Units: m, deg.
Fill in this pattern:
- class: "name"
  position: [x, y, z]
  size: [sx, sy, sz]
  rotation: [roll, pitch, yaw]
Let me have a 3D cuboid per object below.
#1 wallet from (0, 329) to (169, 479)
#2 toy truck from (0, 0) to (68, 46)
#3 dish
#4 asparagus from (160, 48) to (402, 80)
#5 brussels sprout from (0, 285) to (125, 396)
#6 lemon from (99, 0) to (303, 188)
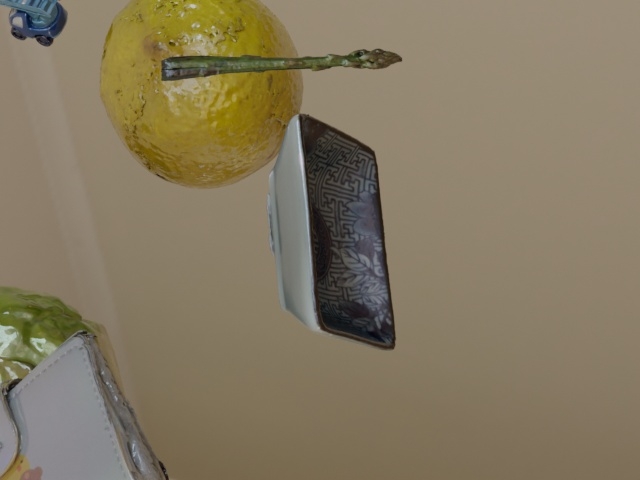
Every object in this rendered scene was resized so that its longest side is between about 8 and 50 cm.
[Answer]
- class: "wallet"
  position: [-0.210, 0.186, 1.096]
  size: [0.069, 0.231, 0.170]
  rotation: [22, -145, -51]
- class: "toy truck"
  position: [-0.413, -0.316, 2.062]
  size: [0.074, 0.136, 0.063]
  rotation: [74, -146, -60]
- class: "dish"
  position: [0.000, 0.000, 1.658]
  size: [0.182, 0.080, 0.243]
  rotation: [21, -121, -59]
- class: "asparagus"
  position: [-0.034, -0.165, 1.414]
  size: [0.023, 0.232, 0.022]
  rotation: [-124, 32, -67]
- class: "brussels sprout"
  position: [-0.459, 0.215, 2.226]
  size: [0.247, 0.328, 0.328]
  rotation: [41, -118, -76]
- class: "lemon"
  position: [-0.149, -0.195, 1.917]
  size: [0.310, 0.257, 0.258]
  rotation: [65, -140, -63]
